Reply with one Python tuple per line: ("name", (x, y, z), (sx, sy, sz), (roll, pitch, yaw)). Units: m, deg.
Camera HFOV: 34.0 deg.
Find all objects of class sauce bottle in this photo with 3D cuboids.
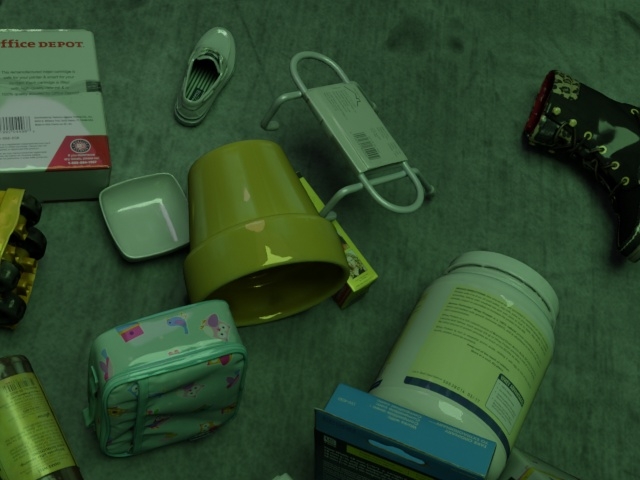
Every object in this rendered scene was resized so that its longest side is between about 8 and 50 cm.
("sauce bottle", (-0.394, 0.331, 1.467), (0.111, 0.111, 0.344), (-21, 69, -26))

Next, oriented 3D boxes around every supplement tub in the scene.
("supplement tub", (0.230, 0.200, 1.660), (0.235, 0.235, 0.325), (32, 58, 1))

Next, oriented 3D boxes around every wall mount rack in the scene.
("wall mount rack", (0.072, -0.167, 1.820), (0.304, 0.130, 0.350), (-16, 66, -40))

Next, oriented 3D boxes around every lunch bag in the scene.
("lunch bag", (-0.225, 0.208, 1.493), (0.224, 0.279, 0.108), (-16, 60, -21))

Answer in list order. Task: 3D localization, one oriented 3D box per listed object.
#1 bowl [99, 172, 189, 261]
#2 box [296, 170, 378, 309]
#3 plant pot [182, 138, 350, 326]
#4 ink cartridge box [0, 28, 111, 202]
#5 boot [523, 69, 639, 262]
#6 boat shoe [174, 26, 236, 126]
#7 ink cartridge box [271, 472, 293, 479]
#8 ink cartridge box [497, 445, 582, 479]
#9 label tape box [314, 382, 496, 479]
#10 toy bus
("bowl", (-0.286, -0.031, 1.727), (0.142, 0.053, 0.142), (-17, 69, -25))
("box", (0.000, 0.000, 1.782), (0.058, 0.087, 0.232), (-30, 76, -26))
("plant pot", (-0.104, -0.019, 1.657), (0.254, 0.254, 0.239), (-8, 67, -21))
("ink cartridge box", (-0.462, -0.207, 1.729), (0.197, 0.114, 0.273), (-4, 65, -18))
("boot", (0.529, -0.154, 1.997), (0.284, 0.138, 0.377), (25, 55, -5))
("boat shoe", (-0.198, -0.308, 1.887), (0.083, 0.076, 0.226), (18, 59, -8))
("ink cartridge box", (-0.039, 0.521, 1.467), (0.223, 0.129, 0.307), (-38, 79, -29))
("ink cartridge box", (0.369, 0.428, 1.534), (0.226, 0.306, 0.131), (28, 89, -3))
("label tape box", (0.117, 0.308, 1.478), (0.240, 0.334, 0.106), (20, 58, 12))
("toy bus", (-0.525, 0.011, 1.541), (0.211, 0.220, 0.149), (13, 57, -3))
